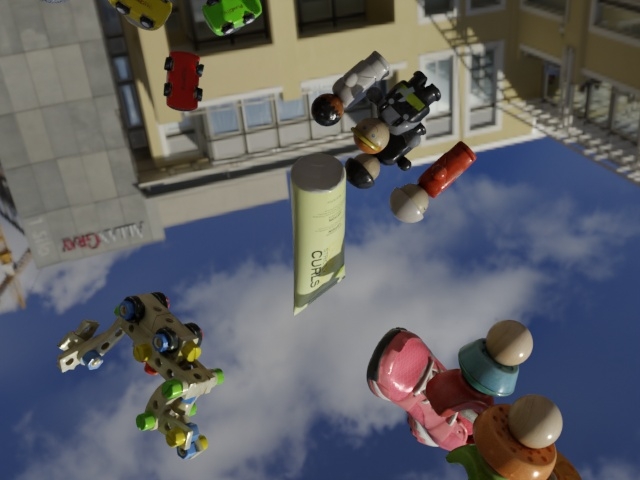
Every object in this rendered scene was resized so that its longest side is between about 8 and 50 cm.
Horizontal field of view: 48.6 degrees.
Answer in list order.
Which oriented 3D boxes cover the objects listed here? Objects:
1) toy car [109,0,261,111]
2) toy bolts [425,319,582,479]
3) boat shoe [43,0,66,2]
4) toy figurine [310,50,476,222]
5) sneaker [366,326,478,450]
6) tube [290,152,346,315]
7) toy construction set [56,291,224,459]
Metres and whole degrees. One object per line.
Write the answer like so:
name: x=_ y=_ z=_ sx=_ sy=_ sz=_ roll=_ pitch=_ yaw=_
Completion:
toy car: x=-0.200 y=-0.344 z=1.159 sx=0.225 sy=0.239 sz=0.053 roll=-30 pitch=-178 yaw=-19
toy bolts: x=0.260 y=0.217 z=0.902 sx=0.218 sy=0.158 sz=0.228 roll=14 pitch=-148 yaw=-25
boat shoe: x=-0.616 y=-0.545 z=1.258 sx=0.367 sy=0.156 sz=0.136 roll=14 pitch=-118 yaw=-19
toy figurine: x=0.097 y=-0.151 z=1.040 sx=0.148 sy=0.209 sz=0.213 roll=-42 pitch=-139 yaw=-2
sneaker: x=0.185 y=0.238 z=1.096 sx=0.136 sy=0.314 sz=0.116 roll=15 pitch=-117 yaw=42
tube: x=0.000 y=0.000 z=0.854 sx=0.070 sy=0.240 sz=0.062 roll=0 pitch=-129 yaw=-1
toy construction set: x=-0.309 y=0.221 z=1.260 sx=0.327 sy=0.215 sz=0.151 roll=29 pitch=-158 yaw=17
